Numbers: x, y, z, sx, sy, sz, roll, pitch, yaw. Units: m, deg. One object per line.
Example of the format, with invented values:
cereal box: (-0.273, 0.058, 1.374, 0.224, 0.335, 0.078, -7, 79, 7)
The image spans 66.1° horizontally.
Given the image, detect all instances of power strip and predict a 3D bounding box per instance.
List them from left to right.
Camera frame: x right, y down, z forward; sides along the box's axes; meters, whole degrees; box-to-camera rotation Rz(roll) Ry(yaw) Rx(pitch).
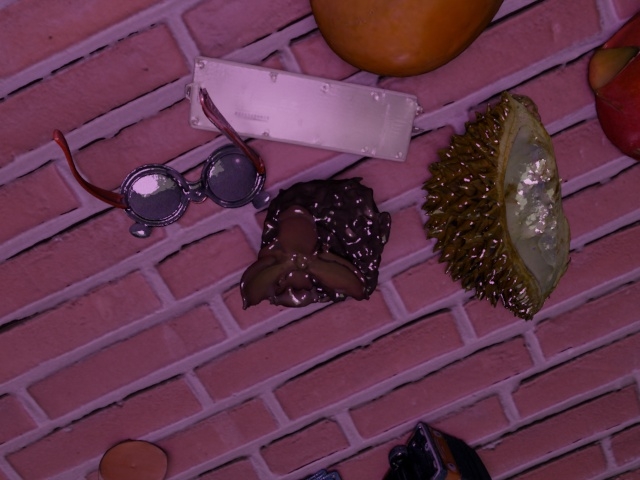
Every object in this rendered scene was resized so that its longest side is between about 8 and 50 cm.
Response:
power strip: (-0.018, -0.195, 0.749, 0.367, 0.043, 0.106, 9, 105, -6)

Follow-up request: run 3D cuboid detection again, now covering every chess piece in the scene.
chess piece: (-0.371, 0.566, 0.906, 0.117, 0.117, 0.397, 13, 107, -8)

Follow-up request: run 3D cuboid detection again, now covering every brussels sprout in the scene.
brussels sprout: (0.306, -0.185, 0.771, 0.085, 0.058, 0.085, 3, 105, 13)

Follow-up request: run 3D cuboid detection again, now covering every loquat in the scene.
loquat: (0.107, -0.343, 0.624, 0.263, 0.263, 0.263, -1, 106, -4)

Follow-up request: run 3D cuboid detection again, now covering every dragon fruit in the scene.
dragon fruit: (0.571, -0.238, 0.704, 0.290, 0.189, 0.291, -1, 106, -4)

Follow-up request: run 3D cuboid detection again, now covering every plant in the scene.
plant: (0.000, 0.000, 0.714, 0.204, 0.234, 0.178, -4, 101, 3)

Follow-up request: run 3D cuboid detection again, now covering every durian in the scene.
durian: (0.285, -0.026, 0.791, 0.198, 0.163, 0.394, -36, 114, -21)

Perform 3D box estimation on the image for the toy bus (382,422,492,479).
toy bus: (0.188, 0.498, 0.912, 0.167, 0.138, 0.275, 24, 104, -12)

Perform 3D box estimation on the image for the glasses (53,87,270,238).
glasses: (-0.199, -0.084, 0.657, 0.234, 0.268, 0.118, -13, 88, 1)

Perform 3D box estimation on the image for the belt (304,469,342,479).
belt: (-0.038, 0.497, 0.917, 0.179, 0.100, 0.065, -27, 110, 1)
